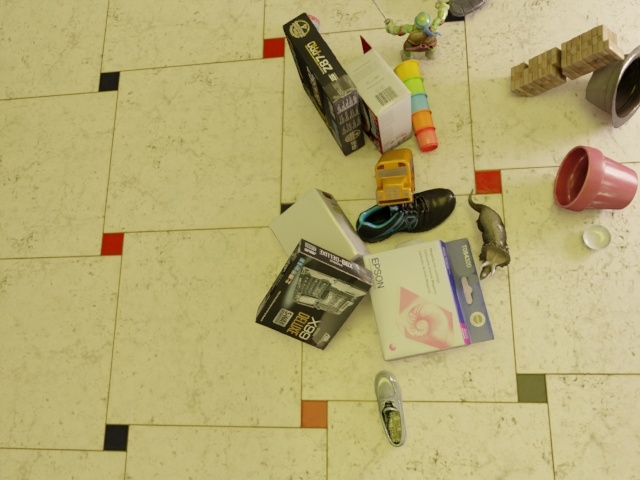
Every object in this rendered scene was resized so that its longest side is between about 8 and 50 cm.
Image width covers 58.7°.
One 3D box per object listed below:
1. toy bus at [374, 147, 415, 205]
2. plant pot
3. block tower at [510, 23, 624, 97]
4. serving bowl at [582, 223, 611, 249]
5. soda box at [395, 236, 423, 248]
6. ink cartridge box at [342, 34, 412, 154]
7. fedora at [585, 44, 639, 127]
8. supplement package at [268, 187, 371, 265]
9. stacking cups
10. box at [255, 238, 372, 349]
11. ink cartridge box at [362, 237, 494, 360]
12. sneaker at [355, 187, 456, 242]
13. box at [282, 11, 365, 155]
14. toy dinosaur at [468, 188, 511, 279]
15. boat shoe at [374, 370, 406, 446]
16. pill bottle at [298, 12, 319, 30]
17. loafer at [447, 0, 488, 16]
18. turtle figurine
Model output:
[{"bbox_3d":[0.235,-0.199,1.773,0.108,0.332,0.130,-5,105,13],"label":"toy bus"},{"bbox_3d":[0.848,-0.176,1.740,0.180,0.201,0.201,12,78,-3],"label":"plant pot"},{"bbox_3d":[0.770,-0.560,1.799,0.335,0.091,0.097,-13,68,53],"label":"block tower"},{"bbox_3d":[0.858,-0.008,1.770,0.083,0.027,0.083,-2,75,9],"label":"serving bowl"},{"bbox_3d":[0.326,0.140,1.786,0.091,0.098,0.286,-20,73,5],"label":"soda box"},{"bbox_3d":[0.171,-0.467,1.860,0.130,0.309,0.272,-34,72,0],"label":"ink cartridge box"},{"bbox_3d":[0.934,-0.495,1.801,0.275,0.243,0.124,-43,44,-19],"label":"fedora"},{"bbox_3d":[0.000,0.000,1.827,0.204,0.145,0.262,-38,72,17],"label":"supplement package"},{"bbox_3d":[0.339,-0.459,1.943,0.096,0.096,0.316,-17,75,5],"label":"stacking cups"},{"bbox_3d":[-0.023,0.170,1.717,0.242,0.076,0.307,26,121,-14],"label":"box"},{"bbox_3d":[0.317,0.168,1.695,0.330,0.071,0.324,-14,74,8],"label":"ink cartridge box"},{"bbox_3d":[0.277,-0.085,1.831,0.341,0.139,0.125,-22,71,2],"label":"sneaker"},{"bbox_3d":[0.023,-0.491,1.848,0.097,0.395,0.318,-32,74,-1],"label":"box"},{"bbox_3d":[0.532,-0.025,1.760,0.121,0.160,0.313,-3,74,7],"label":"toy dinosaur"},{"bbox_3d":[0.214,0.507,1.718,0.079,0.081,0.227,-14,74,6],"label":"boat shoe"},{"bbox_3d":[-0.054,-0.743,2.086,0.087,0.087,0.160,5,77,11],"label":"pill bottle"},{"bbox_3d":[0.569,-0.908,2.035,0.302,0.095,0.109,-44,103,1],"label":"loafer"},{"bbox_3d":[0.328,-0.738,1.925,0.198,0.266,0.274,-41,73,-3],"label":"turtle figurine"}]
